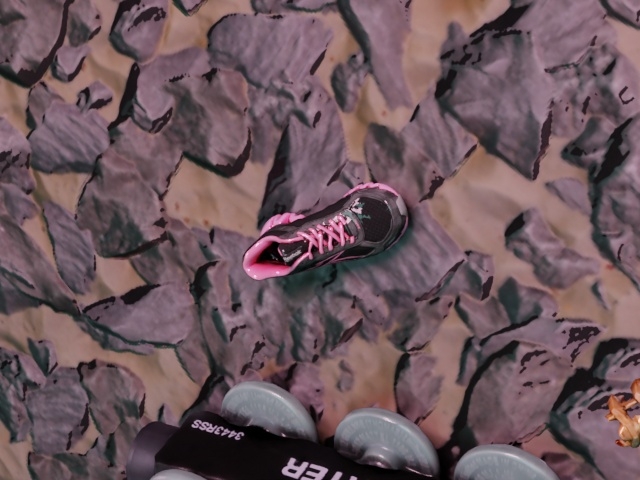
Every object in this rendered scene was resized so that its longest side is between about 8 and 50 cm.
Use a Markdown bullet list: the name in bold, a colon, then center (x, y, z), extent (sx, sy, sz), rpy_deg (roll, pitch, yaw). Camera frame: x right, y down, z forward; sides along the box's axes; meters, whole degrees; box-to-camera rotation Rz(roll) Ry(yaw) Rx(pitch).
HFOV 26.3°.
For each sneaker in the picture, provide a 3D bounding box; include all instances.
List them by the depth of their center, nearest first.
- **sneaker**: center (0.000, 0.000, 0.862), extent (0.119, 0.057, 0.047), rpy_deg (-20, 96, 34)

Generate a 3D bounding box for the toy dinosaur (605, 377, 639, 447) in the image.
- **toy dinosaur**: center (0.264, -0.015, 0.588), extent (0.322, 0.218, 0.164), rpy_deg (-9, 90, -9)

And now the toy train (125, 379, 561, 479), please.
- **toy train**: center (0.025, 0.214, 0.895), extent (0.334, 0.142, 0.190), rpy_deg (12, 127, 25)
